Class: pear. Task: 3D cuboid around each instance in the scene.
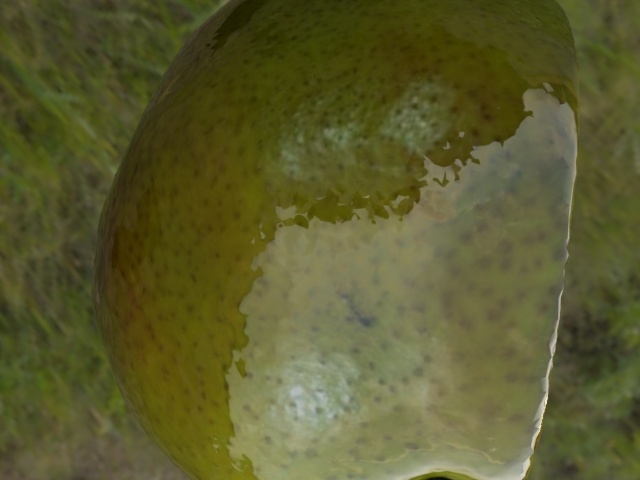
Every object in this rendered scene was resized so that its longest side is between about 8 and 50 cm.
[{"bbox_3d":[0.000,0.000,0.400,0.104,0.141,0.141,2,134,-2],"label":"pear"}]
